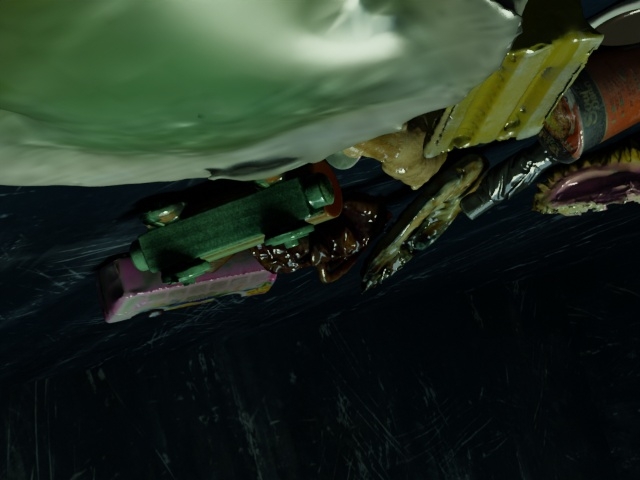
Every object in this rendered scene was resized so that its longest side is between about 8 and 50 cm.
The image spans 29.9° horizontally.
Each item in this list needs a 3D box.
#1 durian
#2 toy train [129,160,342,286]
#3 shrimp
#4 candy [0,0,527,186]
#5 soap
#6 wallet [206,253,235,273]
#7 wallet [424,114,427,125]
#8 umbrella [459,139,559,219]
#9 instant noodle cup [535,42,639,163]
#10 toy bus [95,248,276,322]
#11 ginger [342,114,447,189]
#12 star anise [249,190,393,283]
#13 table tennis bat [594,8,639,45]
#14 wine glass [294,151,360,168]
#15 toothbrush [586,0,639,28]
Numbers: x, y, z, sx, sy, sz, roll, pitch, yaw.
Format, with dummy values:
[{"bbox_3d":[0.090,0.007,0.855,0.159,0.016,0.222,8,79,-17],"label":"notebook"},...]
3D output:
[{"bbox_3d":[0.524,-0.117,2.037,0.341,0.112,0.191,-13,-176,42],"label":"durian"},{"bbox_3d":[-0.104,-0.029,1.548,0.285,0.116,0.177,-21,-178,20],"label":"toy train"},{"bbox_3d":[0.128,-0.009,1.836,0.233,0.071,0.365,-35,170,-46],"label":"shrimp"},{"bbox_3d":[-0.103,-0.142,0.616,0.427,0.186,0.386,-24,160,35],"label":"candy"},{"bbox_3d":[0.175,-0.166,1.180,0.135,0.076,0.233,-12,162,-10],"label":"soap"},{"bbox_3d":[-0.156,0.003,1.730,0.095,0.026,0.176,18,152,-25],"label":"wallet"},{"bbox_3d":[0.159,-0.163,1.387,0.110,0.031,0.198,-12,169,-23],"label":"wallet"},{"bbox_3d":[0.296,-0.109,1.724,0.235,0.059,0.066,-35,158,22],"label":"umbrella"},{"bbox_3d":[0.324,-0.170,1.398,0.135,0.127,0.127,-22,172,-14],"label":"instant noodle cup"},{"bbox_3d":[-0.206,0.053,1.866,0.274,0.090,0.112,-11,163,-24],"label":"toy bus"},{"bbox_3d":[0.071,-0.118,1.309,0.089,0.075,0.288,-55,148,6],"label":"ginger"},{"bbox_3d":[0.000,0.000,1.791,0.220,0.126,0.190,-14,171,9],"label":"star anise"},{"bbox_3d":[0.386,-0.192,1.309,0.170,0.119,0.107,-6,167,-28],"label":"table tennis bat"},{"bbox_3d":[-0.023,-0.108,1.306,0.155,0.073,0.073,-9,169,-46],"label":"wine glass"},{"bbox_3d":[0.346,-0.250,1.198,0.025,0.030,0.307,2,161,-39],"label":"toothbrush"}]
